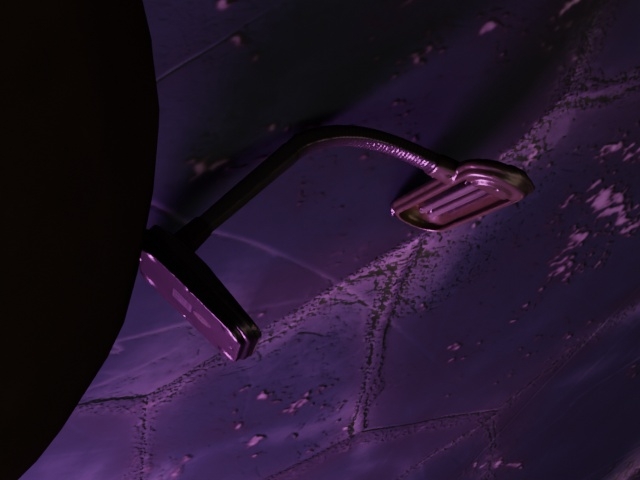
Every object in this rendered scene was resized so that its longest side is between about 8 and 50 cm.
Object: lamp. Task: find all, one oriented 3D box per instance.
[{"bbox_3d":[-0.002,-0.007,1.040,0.283,0.124,0.203,-28,170,-15],"label":"lamp"}]

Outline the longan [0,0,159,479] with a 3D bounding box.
[{"bbox_3d":[-0.249,-0.036,0.468,0.404,0.404,0.336,-32,169,-2],"label":"longan"}]
